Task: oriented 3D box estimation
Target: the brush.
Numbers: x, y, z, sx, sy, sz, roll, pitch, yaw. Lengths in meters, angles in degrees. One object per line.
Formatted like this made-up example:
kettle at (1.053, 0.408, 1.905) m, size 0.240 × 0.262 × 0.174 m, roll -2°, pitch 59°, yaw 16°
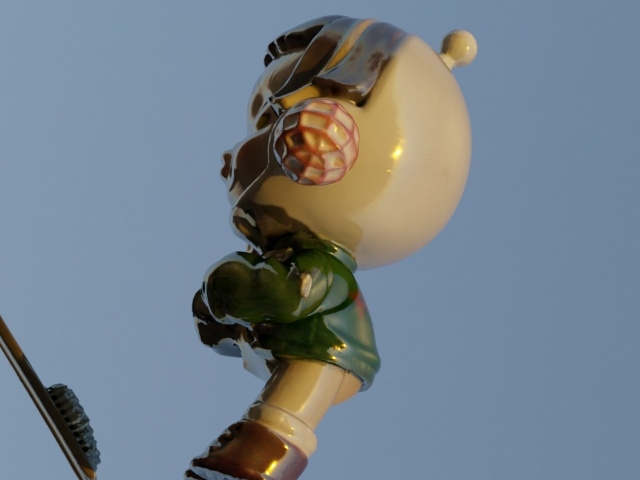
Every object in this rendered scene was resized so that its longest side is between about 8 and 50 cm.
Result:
brush at (-0.207, 0.093, 1.292) m, size 0.190 × 0.028 × 0.034 m, roll 56°, pitch -23°, yaw 14°

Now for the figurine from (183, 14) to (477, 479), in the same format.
figurine at (0.000, 0.000, 1.212) m, size 0.167 × 0.281 × 0.370 m, roll 19°, pitch -110°, yaw -1°
